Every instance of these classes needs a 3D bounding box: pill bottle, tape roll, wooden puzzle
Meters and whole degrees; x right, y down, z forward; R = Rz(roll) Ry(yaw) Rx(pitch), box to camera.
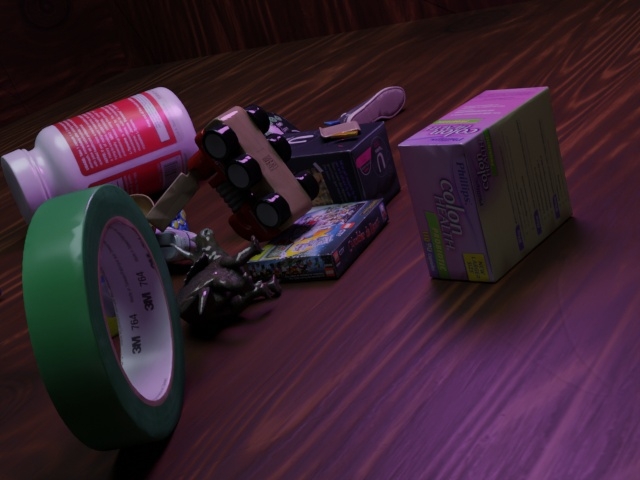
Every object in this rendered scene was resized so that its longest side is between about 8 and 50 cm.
[{"bbox_3d":[-0.498,-0.181,2.362,0.408,0.229,0.229,-24,21,-22],"label":"pill bottle"},{"bbox_3d":[-0.258,0.094,1.282,0.077,0.321,0.321,-14,19,9],"label":"tape roll"},{"bbox_3d":[0.036,-0.201,1.895,0.079,0.014,0.116,-7,20,6],"label":"wooden puzzle"}]

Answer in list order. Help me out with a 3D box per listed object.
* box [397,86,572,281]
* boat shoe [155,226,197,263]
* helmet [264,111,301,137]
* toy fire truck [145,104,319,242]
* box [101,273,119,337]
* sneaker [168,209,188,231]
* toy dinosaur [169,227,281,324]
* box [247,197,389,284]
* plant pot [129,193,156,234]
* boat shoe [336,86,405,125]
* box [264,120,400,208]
[{"bbox_3d":[0.251,-0.087,1.543,0.117,0.213,0.243,3,27,42],"label":"box"},{"bbox_3d":[-0.295,0.015,1.924,0.076,0.083,0.226,4,2,-41],"label":"boat shoe"},{"bbox_3d":[-0.123,-0.194,2.232,0.162,0.169,0.169,22,39,35],"label":"helmet"},{"bbox_3d":[-0.164,-0.079,1.783,0.246,0.217,0.158,-33,6,46],"label":"toy fire truck"},{"bbox_3d":[-0.346,0.061,1.655,0.042,0.178,0.109,5,29,45],"label":"box"},{"bbox_3d":[-0.310,-0.028,2.069,0.078,0.067,0.188,-36,20,6],"label":"sneaker"},{"bbox_3d":[-0.160,0.081,1.602,0.160,0.121,0.313,-24,22,14],"label":"toy dinosaur"},{"bbox_3d":[0.000,0.000,1.753,0.159,0.044,0.233,-5,22,29],"label":"box"},{"bbox_3d":[-0.382,0.018,1.890,0.236,0.032,0.236,-27,40,25],"label":"plant pot"},{"bbox_3d":[0.120,-0.315,2.481,0.206,0.075,0.065,-35,30,-33],"label":"boat shoe"},{"bbox_3d":[-0.013,-0.120,1.944,0.270,0.143,0.165,-4,23,29],"label":"box"}]
